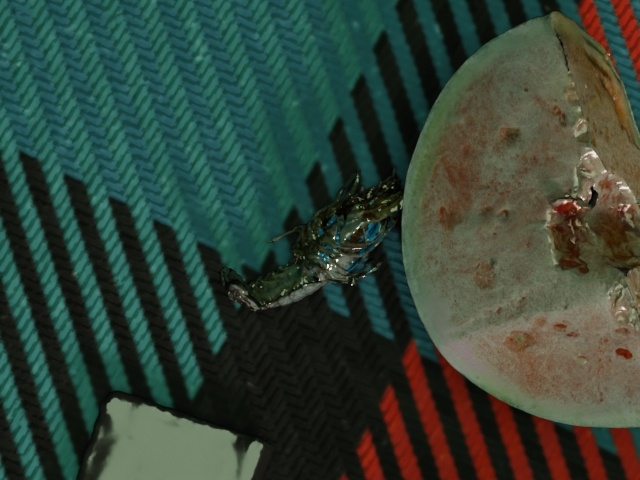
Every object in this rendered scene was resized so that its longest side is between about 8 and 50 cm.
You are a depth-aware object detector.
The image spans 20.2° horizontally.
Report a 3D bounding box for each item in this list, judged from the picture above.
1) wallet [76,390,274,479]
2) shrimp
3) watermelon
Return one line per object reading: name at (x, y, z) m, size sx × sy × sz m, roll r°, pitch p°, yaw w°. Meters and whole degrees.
wallet at (-0.151, 0.274, 1.452) m, size 0.146 × 0.030 × 0.285 m, roll 20°, pitch 86°, yaw -4°
shrimp at (0.001, 0.003, 1.474) m, size 0.174 × 0.076 × 0.082 m, roll -32°, pitch 47°, yaw 0°
watermelon at (0.188, -0.003, 1.448) m, size 0.188 × 0.175 × 0.322 m, roll -13°, pitch 82°, yaw 32°
